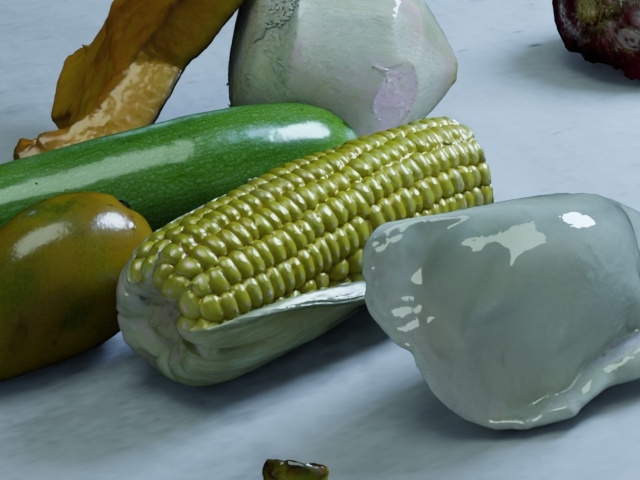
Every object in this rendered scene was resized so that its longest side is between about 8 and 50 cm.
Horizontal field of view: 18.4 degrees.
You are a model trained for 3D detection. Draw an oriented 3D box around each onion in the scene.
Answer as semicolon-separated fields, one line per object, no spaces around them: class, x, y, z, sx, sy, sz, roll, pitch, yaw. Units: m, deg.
onion;0.299;-0.231;1.711;0.173;0.135;0.198;20;35;39

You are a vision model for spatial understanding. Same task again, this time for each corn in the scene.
corn;-0.001;0.004;1.349;0.305;0.122;0.123;-24;2;-35

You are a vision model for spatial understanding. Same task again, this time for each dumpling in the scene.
dumpling;0.139;0.042;1.230;0.229;0.124;0.151;-9;63;-20

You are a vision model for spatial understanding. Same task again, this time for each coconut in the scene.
coconut;0.020;-0.142;1.587;0.183;0.171;0.171;11;23;-13

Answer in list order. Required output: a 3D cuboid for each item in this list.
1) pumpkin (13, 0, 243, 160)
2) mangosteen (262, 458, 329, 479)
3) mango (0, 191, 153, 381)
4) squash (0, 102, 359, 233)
pumpkin;-0.152;-0.163;1.610;0.290;0.095;0.258;-55;19;-1
mangosteen;0.021;0.190;0.872;0.156;0.181;0.146;-21;41;13
mango;-0.183;0.030;1.332;0.163;0.111;0.089;-24;31;-34
squash;-0.146;-0.026;1.448;0.395;0.107;0.107;-14;26;-15
